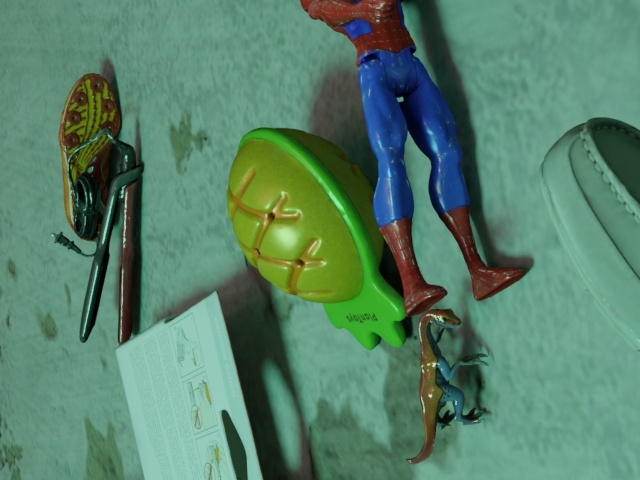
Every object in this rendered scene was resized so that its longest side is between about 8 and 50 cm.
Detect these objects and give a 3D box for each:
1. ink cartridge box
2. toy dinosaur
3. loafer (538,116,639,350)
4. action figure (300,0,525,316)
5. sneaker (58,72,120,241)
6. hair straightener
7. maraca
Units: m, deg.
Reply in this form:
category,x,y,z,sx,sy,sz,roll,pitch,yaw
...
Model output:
category,x,y,z,sx,sy,sz,roll,pitch,yaw
ink cartridge box,-0.088,0.196,1.098,0.239,0.060,0.275,-30,72,55
toy dinosaur,0.079,0.088,0.815,0.047,0.090,0.082,-2,128,42
loafer,0.224,0.041,0.550,0.319,0.112,0.111,49,130,30
action figure,0.063,-0.109,0.773,0.139,0.091,0.280,-45,60,59
sneaker,-0.244,-0.087,1.277,0.067,0.064,0.175,-140,53,-59
hair straightener,-0.227,-0.003,1.241,0.047,0.089,0.231,-83,-1,-68
maraca,0.000,0.000,0.893,0.186,0.099,0.127,58,157,-9
